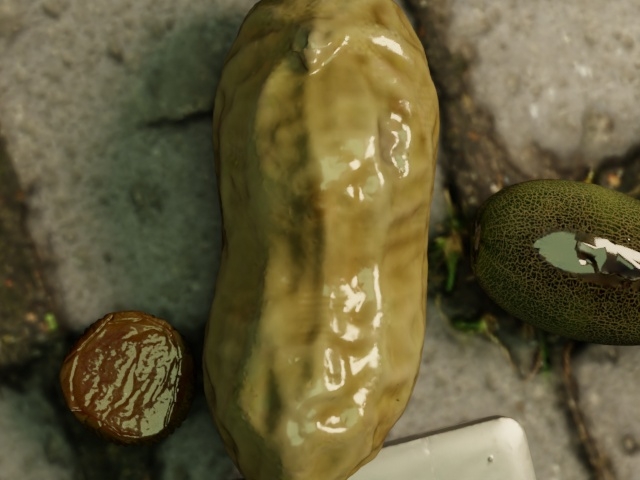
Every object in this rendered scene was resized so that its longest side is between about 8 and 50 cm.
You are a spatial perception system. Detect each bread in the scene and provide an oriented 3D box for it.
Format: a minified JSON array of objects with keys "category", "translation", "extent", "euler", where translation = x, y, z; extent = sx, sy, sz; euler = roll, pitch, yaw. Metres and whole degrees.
[{"category":"bread","translation":[-0.116,0.083,0.974],"extent":[0.085,0.053,0.085],"euler":[0,81,-1]}]

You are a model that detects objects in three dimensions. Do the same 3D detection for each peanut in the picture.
[{"category":"peanut","translation":[0.000,0.000,0.957],"extent":[0.140,0.153,0.325],"euler":[5,77,-7]}]

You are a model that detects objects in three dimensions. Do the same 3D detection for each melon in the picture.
[{"category":"melon","translation":[0.173,0.015,1.021],"extent":[0.162,0.099,0.099],"euler":[16,82,-10]}]

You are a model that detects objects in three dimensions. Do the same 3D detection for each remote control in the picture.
[{"category":"remote control","translation":[0.019,0.184,1.003],"extent":[0.250,0.034,0.103],"euler":[-13,88,-14]}]
